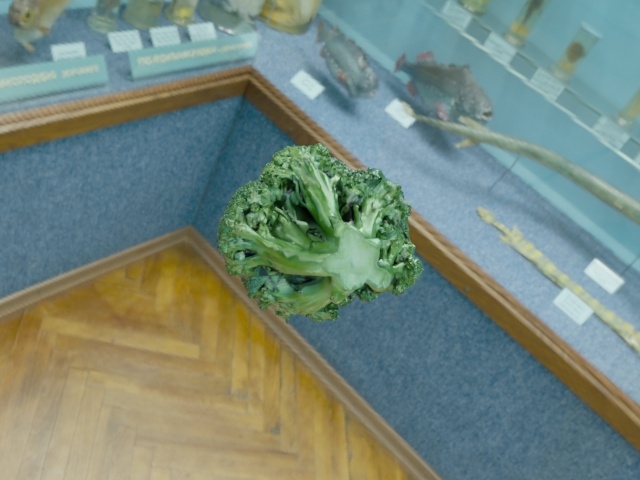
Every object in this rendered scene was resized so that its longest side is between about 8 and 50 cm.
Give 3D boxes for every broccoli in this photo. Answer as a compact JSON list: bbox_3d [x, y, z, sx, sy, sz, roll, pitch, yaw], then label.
[{"bbox_3d":[0.000,0.000,1.027,0.294,0.265,0.245,-2,14,-31],"label":"broccoli"}]
